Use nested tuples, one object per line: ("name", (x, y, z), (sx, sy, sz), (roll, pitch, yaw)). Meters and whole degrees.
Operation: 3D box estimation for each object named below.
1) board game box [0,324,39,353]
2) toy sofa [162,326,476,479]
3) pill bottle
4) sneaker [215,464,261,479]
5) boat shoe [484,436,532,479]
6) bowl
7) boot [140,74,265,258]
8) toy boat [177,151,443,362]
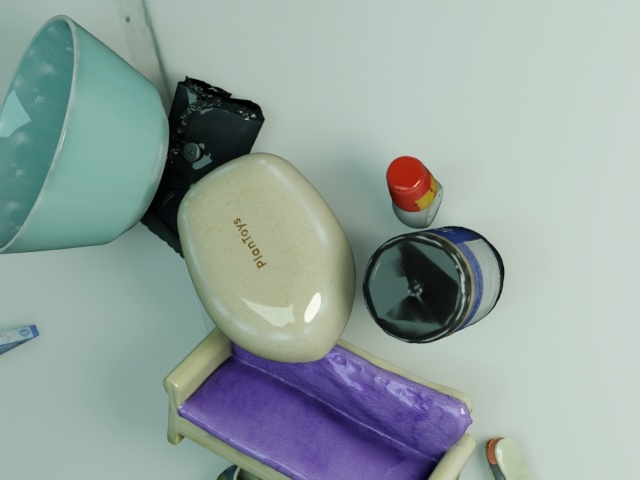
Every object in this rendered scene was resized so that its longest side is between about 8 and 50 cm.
("board game box", (-0.459, 0.150, 1.762), (0.090, 0.090, 0.020), (-27, 83, 22))
("toy sofa", (-0.004, 0.221, 1.511), (0.362, 0.150, 0.177), (26, 135, 19))
("pill bottle", (0.140, 0.046, 1.435), (0.122, 0.219, 0.123), (2, 94, 22))
("sneaker", (-0.065, 0.367, 1.625), (0.192, 0.064, 0.086), (42, 113, 18))
("boat shoe", (0.233, 0.303, 1.511), (0.043, 0.049, 0.137), (-23, 86, 65))
("bowl", (-0.306, -0.115, 1.603), (0.311, 0.163, 0.312), (-33, 49, 48))
("boot", (-0.123, -0.074, 1.604), (0.246, 0.094, 0.207), (35, 110, 23))
("toy boat", (0.000, 0.000, 1.490), (0.318, 0.148, 0.267), (-26, 72, 5))
